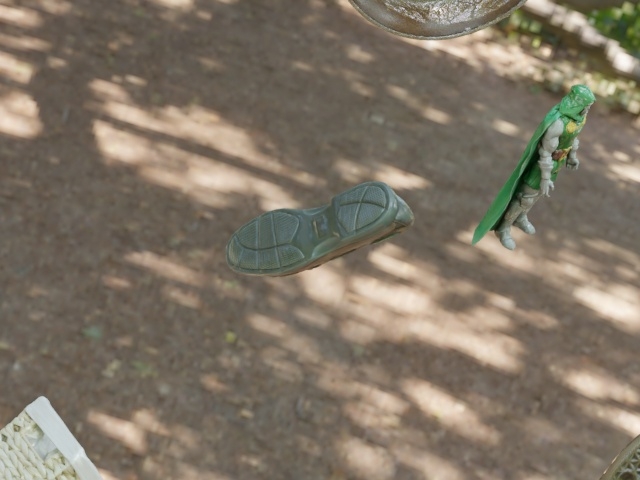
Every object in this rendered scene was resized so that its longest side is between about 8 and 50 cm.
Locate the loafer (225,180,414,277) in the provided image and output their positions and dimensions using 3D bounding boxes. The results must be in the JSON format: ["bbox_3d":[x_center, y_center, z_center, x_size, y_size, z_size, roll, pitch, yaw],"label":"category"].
[{"bbox_3d":[0.000,0.000,1.847,0.084,0.267,0.096,31,49,-50],"label":"loafer"}]

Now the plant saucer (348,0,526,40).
[{"bbox_3d":[0.139,-0.363,1.470,0.310,0.311,0.050,8,27,-29],"label":"plant saucer"}]

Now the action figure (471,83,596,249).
[{"bbox_3d":[0.266,-0.092,1.641,0.063,0.232,0.137,37,45,17],"label":"action figure"}]

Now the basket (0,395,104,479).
[{"bbox_3d":[-0.282,0.269,1.461,0.103,0.167,0.113,-35,44,-15],"label":"basket"}]

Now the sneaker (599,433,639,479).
[{"bbox_3d":[0.200,0.185,0.952,0.066,0.188,0.071,40,3,-8],"label":"sneaker"}]
